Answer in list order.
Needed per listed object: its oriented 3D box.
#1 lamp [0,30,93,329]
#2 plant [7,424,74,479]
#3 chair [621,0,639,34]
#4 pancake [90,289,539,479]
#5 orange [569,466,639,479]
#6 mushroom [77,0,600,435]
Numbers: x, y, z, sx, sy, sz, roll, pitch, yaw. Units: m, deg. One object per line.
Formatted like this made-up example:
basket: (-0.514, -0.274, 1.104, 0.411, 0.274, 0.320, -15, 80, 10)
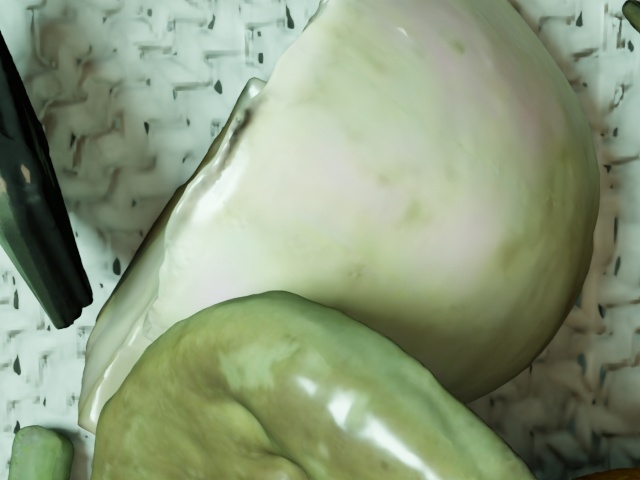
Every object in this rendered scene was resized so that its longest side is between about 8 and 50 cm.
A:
lamp: (-0.208, 0.052, 0.608, 0.283, 0.124, 0.203, -30, 56, 7)
plant: (-0.130, 0.259, 0.640, 0.261, 0.306, 0.297, 38, 73, 20)
chair: (0.228, -0.034, 0.544, 0.188, 0.272, 0.166, -28, 101, 9)
pancake: (0.017, 0.162, 0.544, 0.294, 0.049, 0.294, 23, 128, 32)
orange: (0.125, 0.191, 0.644, 0.206, 0.206, 0.206, 0, 104, 1)
mushroom: (0.023, 0.014, 0.617, 0.173, 0.162, 0.236, 32, 104, -5)
